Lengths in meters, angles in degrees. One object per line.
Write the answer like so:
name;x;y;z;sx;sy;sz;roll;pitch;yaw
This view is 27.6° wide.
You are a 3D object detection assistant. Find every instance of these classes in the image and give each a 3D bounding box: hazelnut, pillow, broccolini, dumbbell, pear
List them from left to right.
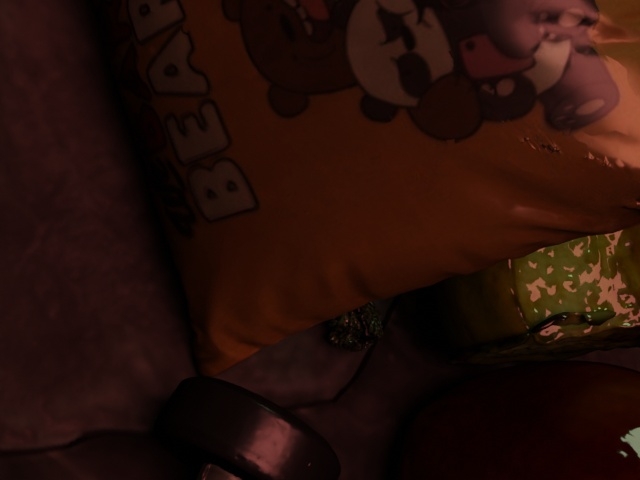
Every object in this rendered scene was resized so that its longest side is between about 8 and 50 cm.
dumbbell;-0.074;0.172;0.658;0.100;0.100;0.191;39;68;-20
broccolini;0.000;0.000;0.766;0.035;0.030;0.140;-22;91;7
pillow;0.019;-0.112;0.656;0.119;0.312;0.310;-30;101;-64
hazelnut;0.140;0.157;0.743;0.208;0.208;0.208;4;83;-29
pear;0.159;-0.056;0.786;0.238;0.164;0.255;-8;83;-21
